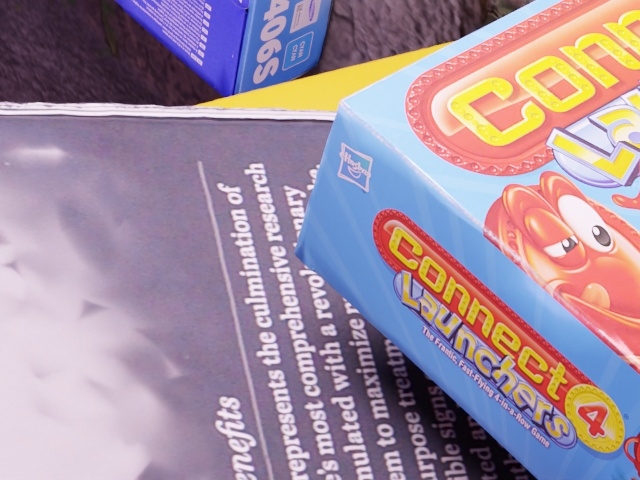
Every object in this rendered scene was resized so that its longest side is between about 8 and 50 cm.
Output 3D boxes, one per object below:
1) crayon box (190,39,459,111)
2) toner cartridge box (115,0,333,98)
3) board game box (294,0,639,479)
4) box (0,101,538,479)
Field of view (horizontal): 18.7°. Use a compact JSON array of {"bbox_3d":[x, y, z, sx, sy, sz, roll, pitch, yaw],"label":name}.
[{"bbox_3d":[0.000,0.000,1.108,0.083,0.203,0.323,59,148,24],"label":"crayon box"},{"bbox_3d":[-0.129,-0.252,1.211,0.348,0.075,0.165,42,143,26],"label":"toner cartridge box"},{"bbox_3d":[0.205,0.010,0.766,0.302,0.308,0.086,43,141,23],"label":"board game box"},{"bbox_3d":[-0.038,0.184,0.984,0.480,0.472,0.297,117,147,-49],"label":"box"}]
